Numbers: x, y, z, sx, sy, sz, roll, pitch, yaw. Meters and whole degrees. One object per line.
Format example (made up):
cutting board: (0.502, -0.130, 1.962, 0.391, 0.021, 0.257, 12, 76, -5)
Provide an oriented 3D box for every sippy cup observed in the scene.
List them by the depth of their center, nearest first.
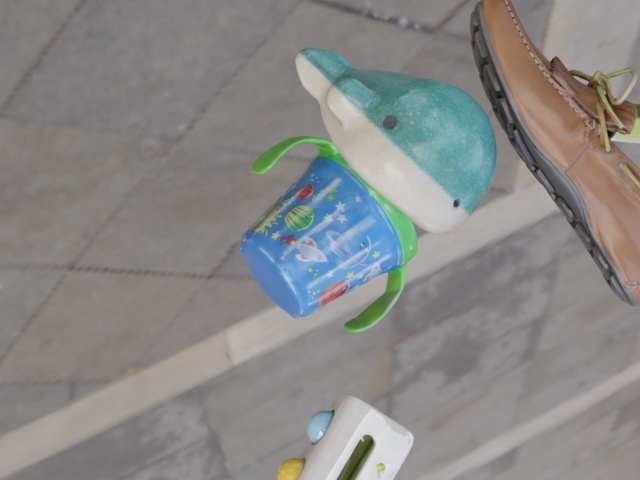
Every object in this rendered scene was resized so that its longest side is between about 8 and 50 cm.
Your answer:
sippy cup: (0.000, 0.000, 2.111, 0.224, 0.305, 0.240, -37, 167, -18)

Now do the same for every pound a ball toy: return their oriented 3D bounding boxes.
pound a ball toy: (-0.021, 0.376, 1.862, 0.319, 0.136, 0.208, -58, -173, -10)

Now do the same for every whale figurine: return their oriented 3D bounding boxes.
whale figurine: (0.084, -0.132, 1.409, 0.141, 0.272, 0.216, -45, 141, 7)

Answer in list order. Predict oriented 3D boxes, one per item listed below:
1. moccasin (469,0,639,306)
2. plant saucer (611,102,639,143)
moccasin: (0.295, -0.114, 1.424, 0.147, 0.380, 0.139, -35, 174, 5)
plant saucer: (0.507, -0.183, 2.052, 0.188, 0.188, 0.045, -20, 115, -58)
